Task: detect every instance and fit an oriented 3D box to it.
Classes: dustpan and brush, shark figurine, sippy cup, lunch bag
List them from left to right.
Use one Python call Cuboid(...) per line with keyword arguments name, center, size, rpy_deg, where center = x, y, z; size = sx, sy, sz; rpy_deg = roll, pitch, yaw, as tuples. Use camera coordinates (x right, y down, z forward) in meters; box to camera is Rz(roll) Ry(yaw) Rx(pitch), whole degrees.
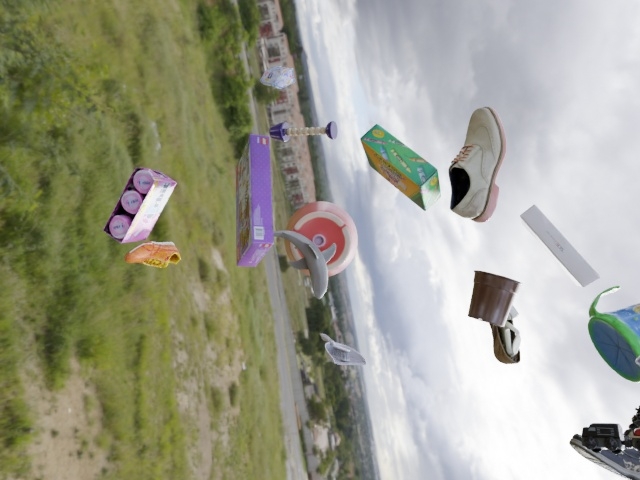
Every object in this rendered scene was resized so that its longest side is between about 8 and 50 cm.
Cuboid(name="lunch bag", center=(-0.130, -0.490, 1.410), size=(0.071, 0.083, 0.053), rpy_deg=(27, -37, 38))
Cuboid(name="shark figurine", center=(-0.061, 0.021, 1.370), size=(0.278, 0.166, 0.116), rpy_deg=(38, -10, 4))
Cuboid(name="dustpan and brush", center=(0.054, 0.386, 1.683), size=(0.211, 0.147, 0.060), rpy_deg=(9, -93, 56))
Cuboid(name="sippy cup", center=(1.045, 0.303, 1.519), size=(0.305, 0.224, 0.240), rpy_deg=(64, -3, -8))

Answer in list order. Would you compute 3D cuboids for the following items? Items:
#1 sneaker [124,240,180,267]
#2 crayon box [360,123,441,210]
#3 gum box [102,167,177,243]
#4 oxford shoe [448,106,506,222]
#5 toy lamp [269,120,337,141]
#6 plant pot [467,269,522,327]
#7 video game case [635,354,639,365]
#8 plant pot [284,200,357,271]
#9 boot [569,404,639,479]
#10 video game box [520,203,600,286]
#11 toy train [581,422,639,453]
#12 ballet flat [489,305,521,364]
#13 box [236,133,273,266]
Cuboid(name="sneaker", center=(-0.438, 0.041, 1.246), size=(0.067, 0.064, 0.175), rpy_deg=(55, 26, 14))
Cuboid(name="crayon box", center=(0.261, -0.237, 1.521), size=(0.278, 0.081, 0.165), rpy_deg=(46, -4, 30))
Cuboid(name="gum box", center=(-0.443, -0.091, 1.163), size=(0.188, 0.062, 0.107), rpy_deg=(-58, 173, 9))
Cuboid(name="oxford shoe", center=(0.503, -0.264, 1.533), size=(0.140, 0.146, 0.397), rpy_deg=(-18, -117, 62))
Cuboid(name="toy lamp", center=(-0.072, -0.428, 1.832), size=(0.080, 0.274, 0.080), rpy_deg=(2, 90, -66))
Cuboid(name="plant pot", center=(0.595, 0.205, 1.628), size=(0.167, 0.167, 0.165), rpy_deg=(63, 44, -83))
Cuboid(name="video game case", center=(0.805, 0.252, 0.962), size=(0.201, 0.183, 0.023), rpy_deg=(41, 20, 28))
Cuboid(name="plant pot", center=(0.000, 0.000, 1.577), size=(0.243, 0.274, 0.275), rpy_deg=(-67, 146, -88))
Cuboid(name="boot", center=(0.730, 0.467, 1.119), size=(0.179, 0.236, 0.085), rpy_deg=(-63, 173, -15))
Cuboid(name="video game box", center=(0.554, 0.016, 1.097), size=(0.205, 0.048, 0.187), rpy_deg=(55, 16, 19))
Cuboid(name="toy train", center=(0.379, 0.222, 0.527), size=(0.027, 0.158, 0.036), rpy_deg=(35, 53, -35))
Cuboid(name="ballet flat", center=(0.701, 0.319, 1.785), size=(0.124, 0.116, 0.342), rpy_deg=(8, -68, 67))
Cuboid(name="box", center=(-0.176, -0.098, 1.226), size=(0.201, 0.057, 0.293), rpy_deg=(137, -48, -62))
